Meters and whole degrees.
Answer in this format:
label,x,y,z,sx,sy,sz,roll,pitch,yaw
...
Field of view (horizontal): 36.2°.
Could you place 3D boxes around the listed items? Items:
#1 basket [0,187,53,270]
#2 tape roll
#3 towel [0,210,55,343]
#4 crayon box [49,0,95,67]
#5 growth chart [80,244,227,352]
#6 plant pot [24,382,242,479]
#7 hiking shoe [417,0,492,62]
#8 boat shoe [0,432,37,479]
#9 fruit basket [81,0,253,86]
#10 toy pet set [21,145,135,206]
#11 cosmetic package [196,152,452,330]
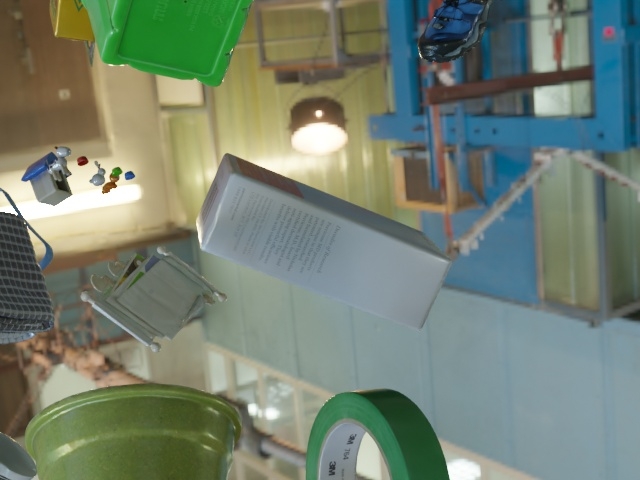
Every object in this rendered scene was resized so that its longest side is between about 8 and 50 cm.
label,x,y,z,sx,sy,sz,roll,pitch,yaw
basket,-0.736,0.048,2.101,0.255,0.289,0.201,46,-178,31
tape roll,0.084,0.396,1.539,0.077,0.321,0.321,-1,-172,-29
towel,-0.607,0.059,1.743,0.121,0.235,0.284,-25,166,17
crayon box,-0.482,-0.531,1.941,0.083,0.323,0.203,3,-154,-20
growth chart,-0.271,0.086,1.604,0.172,0.021,0.237,41,-147,4
plant pot,-0.223,0.351,1.199,0.276,0.276,0.254,-6,-124,-5
hiking shoe,0.256,-0.449,1.761,0.113,0.132,0.304,15,-121,41
boat shoe,-0.539,0.331,1.509,0.070,0.219,0.078,-43,-138,11
fruit basket,-0.159,-0.441,1.318,0.283,0.392,0.392,9,-173,-19
toy pet set,-0.337,-0.099,1.331,0.114,0.065,0.122,-29,163,16
cosmetic package,0.000,0.000,1.899,0.453,0.161,0.230,22,-170,-15
